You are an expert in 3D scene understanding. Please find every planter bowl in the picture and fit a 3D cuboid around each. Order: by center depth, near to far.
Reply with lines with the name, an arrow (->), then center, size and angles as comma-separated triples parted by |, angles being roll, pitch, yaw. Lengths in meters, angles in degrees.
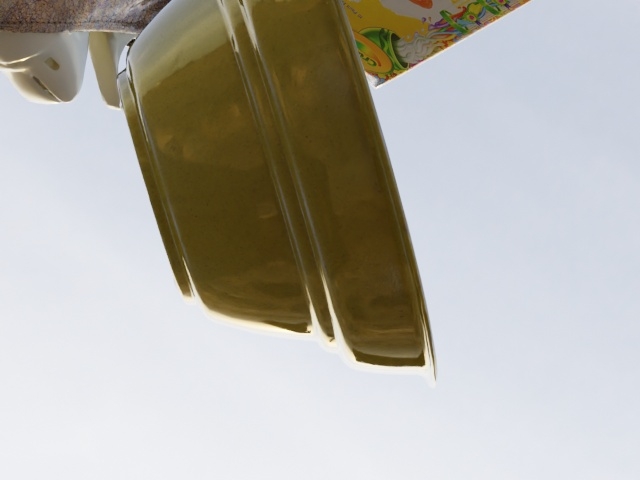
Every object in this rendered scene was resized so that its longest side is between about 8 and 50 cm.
planter bowl -> -0.027, -0.033, 0.785 | 0.090, 0.217, 0.217 | -16, -48, -2

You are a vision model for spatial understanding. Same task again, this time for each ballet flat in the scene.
ballet flat -> -0.147, -0.139, 1.277 | 0.107, 0.316, 0.106 | 11, -82, 45

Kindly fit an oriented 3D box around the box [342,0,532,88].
box -> 0.034, -0.285, 1.241 | 0.290, 0.177, 0.279 | 37, -31, -19
